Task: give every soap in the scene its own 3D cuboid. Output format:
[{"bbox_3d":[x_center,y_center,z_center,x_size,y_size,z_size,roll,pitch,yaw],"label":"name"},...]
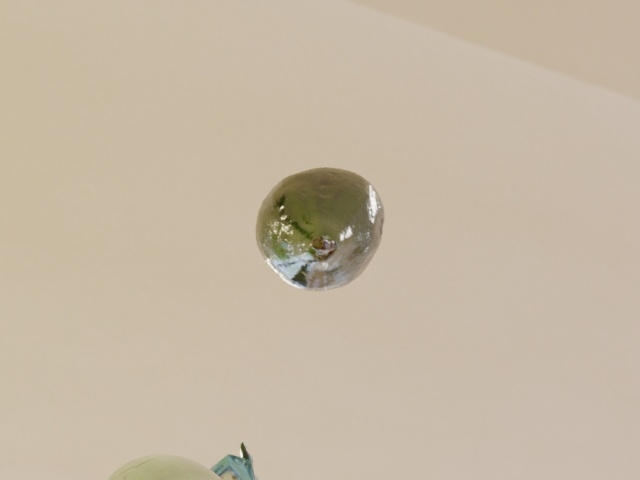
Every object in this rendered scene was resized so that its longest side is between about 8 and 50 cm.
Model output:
[{"bbox_3d":[-0.214,0.471,2.019,0.293,0.077,0.156,-40,-17,-10],"label":"soap"}]

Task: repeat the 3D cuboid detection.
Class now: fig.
[{"bbox_3d":[0.000,0.000,1.033,0.117,0.177,0.117,-1,-72,-2],"label":"fig"}]

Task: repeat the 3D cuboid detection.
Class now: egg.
[{"bbox_3d":[-0.170,0.307,1.296,0.151,0.151,0.209,29,-14,-31],"label":"egg"}]
